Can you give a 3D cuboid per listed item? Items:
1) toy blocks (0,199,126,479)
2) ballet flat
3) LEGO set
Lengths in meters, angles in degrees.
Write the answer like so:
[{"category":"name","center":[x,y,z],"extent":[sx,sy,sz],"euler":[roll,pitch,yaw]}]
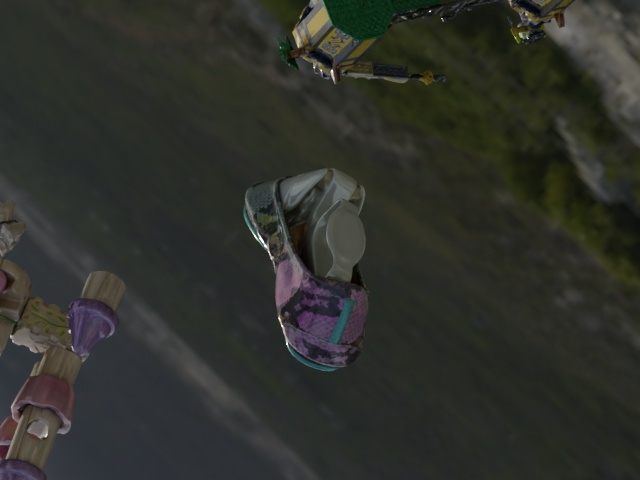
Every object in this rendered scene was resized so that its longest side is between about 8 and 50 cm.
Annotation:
[{"category":"toy blocks","center":[-0.380,0.140,1.849],"extent":[0.288,0.260,0.309],"euler":[27,143,-12]},{"category":"ballet flat","center":[0.000,0.000,1.202],"extent":[0.077,0.079,0.221],"euler":[21,-157,-19]},{"category":"LEGO set","center":[0.059,-0.248,1.589],"extent":[0.255,0.331,0.192],"euler":[61,150,7]}]
